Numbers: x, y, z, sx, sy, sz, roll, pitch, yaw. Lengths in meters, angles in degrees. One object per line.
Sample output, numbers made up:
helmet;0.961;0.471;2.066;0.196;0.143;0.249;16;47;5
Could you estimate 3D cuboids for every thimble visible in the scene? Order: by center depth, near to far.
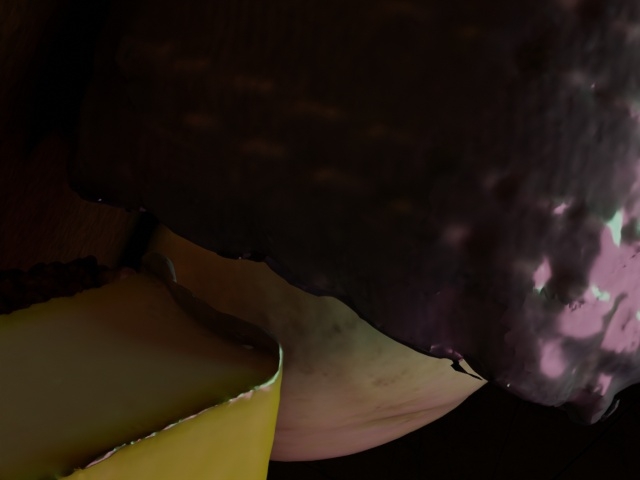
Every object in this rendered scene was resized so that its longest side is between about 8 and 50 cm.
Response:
thimble;0.037;-0.048;0.660;0.172;0.236;0.205;-63;-176;-5

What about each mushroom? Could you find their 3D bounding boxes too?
mushroom;0.000;0.000;1.059;0.260;0.234;0.254;-24;162;27

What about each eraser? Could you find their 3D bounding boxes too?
eraser;-0.096;0.131;0.505;0.158;0.069;0.226;-22;131;-46

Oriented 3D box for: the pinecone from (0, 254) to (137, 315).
pinecone;-0.090;0.059;0.594;0.102;0.102;0.109;109;-4;-70
